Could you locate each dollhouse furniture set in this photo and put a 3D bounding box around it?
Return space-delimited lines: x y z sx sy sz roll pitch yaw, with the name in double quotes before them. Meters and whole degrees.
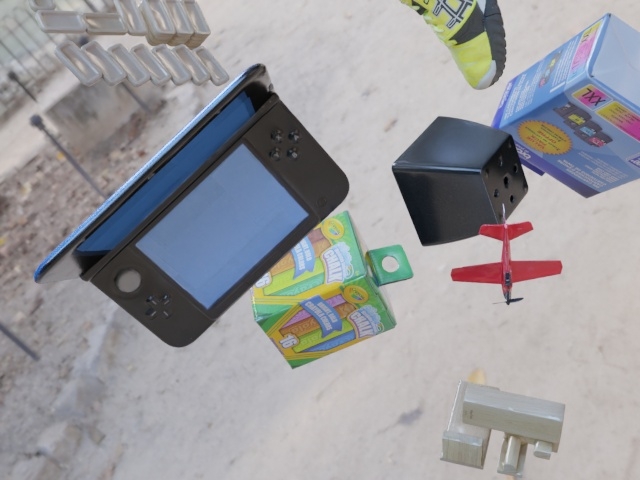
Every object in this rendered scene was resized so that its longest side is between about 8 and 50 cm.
"dollhouse furniture set" 0.233 0.201 1.080 0.144 0.151 0.123 9 49 17

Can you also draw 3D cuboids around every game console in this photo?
"game console" -0.113 -0.017 0.899 0.293 0.250 0.173 -43 31 1

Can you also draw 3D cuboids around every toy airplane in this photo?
"toy airplane" 0.248 0.024 1.136 0.151 0.151 0.028 -28 24 19

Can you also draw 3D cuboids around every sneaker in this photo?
"sneaker" 0.174 -0.392 1.314 0.147 0.384 0.145 -27 32 3

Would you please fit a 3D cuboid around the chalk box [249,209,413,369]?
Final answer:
"chalk box" 0.027 0.082 1.627 0.289 0.179 0.180 -24 45 8

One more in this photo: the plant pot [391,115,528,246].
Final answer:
"plant pot" 0.272 -0.109 1.590 0.167 0.188 0.187 5 39 42

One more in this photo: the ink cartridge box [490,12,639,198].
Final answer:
"ink cartridge box" 0.512 -0.231 1.647 0.151 0.270 0.395 -64 12 -18

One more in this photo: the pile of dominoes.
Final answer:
"pile of dominoes" -0.250 -0.267 1.084 0.251 0.196 0.040 -12 -18 -45
